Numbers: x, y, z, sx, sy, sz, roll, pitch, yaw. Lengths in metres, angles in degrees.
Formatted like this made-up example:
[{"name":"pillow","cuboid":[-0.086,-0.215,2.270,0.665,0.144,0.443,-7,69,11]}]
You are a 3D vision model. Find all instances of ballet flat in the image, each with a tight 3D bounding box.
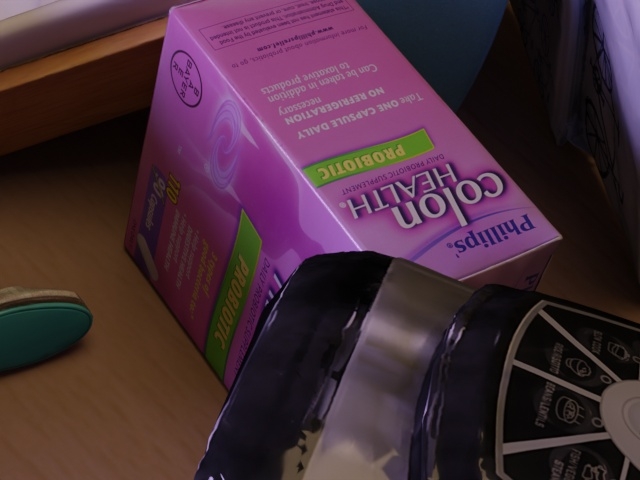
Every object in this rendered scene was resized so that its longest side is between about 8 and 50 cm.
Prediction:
[{"name":"ballet flat","cuboid":[-0.220,0.055,1.005,0.168,0.057,0.052,-18,47,-29]}]

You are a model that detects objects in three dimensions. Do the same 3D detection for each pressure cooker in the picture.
[{"name":"pressure cooker","cuboid":[0.122,0.230,0.741,0.420,0.375,0.370,22,86,4]}]

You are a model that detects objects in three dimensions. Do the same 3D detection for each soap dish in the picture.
[{"name":"soap dish","cuboid":[-0.179,-0.175,1.116,0.290,0.118,0.229,-18,51,4]}]

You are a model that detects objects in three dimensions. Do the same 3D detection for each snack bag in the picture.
[{"name":"snack bag","cuboid":[0.175,-0.154,1.136,0.037,0.323,0.343,-16,60,0]}]

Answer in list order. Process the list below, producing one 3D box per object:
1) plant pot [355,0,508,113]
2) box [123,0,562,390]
[{"name":"plant pot","cuboid":[0.028,-0.169,1.142,0.165,0.234,0.166,1,37,-15]},{"name":"box","cuboid":[0.000,0.000,1.007,0.117,0.213,0.243,-21,58,-31]}]
